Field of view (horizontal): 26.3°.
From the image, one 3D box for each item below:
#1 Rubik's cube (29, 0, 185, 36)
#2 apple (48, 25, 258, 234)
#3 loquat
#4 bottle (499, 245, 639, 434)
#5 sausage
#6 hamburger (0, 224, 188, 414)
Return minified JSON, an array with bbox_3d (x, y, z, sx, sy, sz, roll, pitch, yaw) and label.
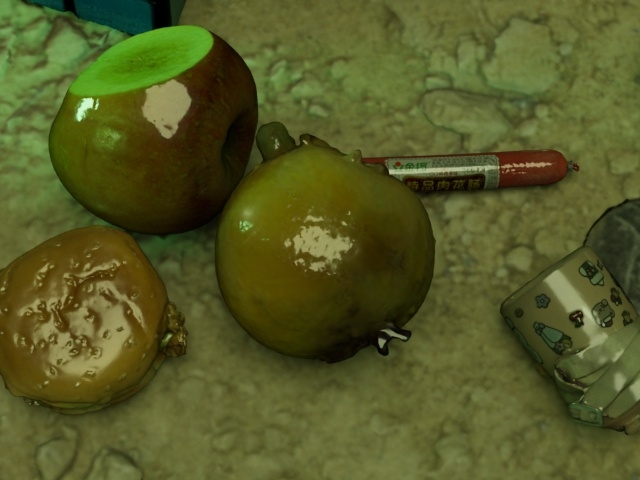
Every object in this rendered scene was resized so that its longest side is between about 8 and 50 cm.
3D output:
[{"bbox_3d":[-0.183,-0.296,1.135,0.183,0.167,0.180,20,72,1],"label":"Rubik's cube"},{"bbox_3d":[-0.133,-0.087,1.076,0.147,0.163,0.146,16,28,13],"label":"apple"},{"bbox_3d":[0.000,0.000,1.060,0.172,0.149,0.204,-19,81,-13],"label":"loquat"},{"bbox_3d":[0.218,0.088,1.079,0.099,0.099,0.152,-32,81,-12],"label":"bottle"},{"bbox_3d":[0.092,-0.057,1.146,0.253,0.034,0.034,-4,73,-4],"label":"sausage"},{"bbox_3d":[-0.186,0.064,1.068,0.147,0.083,0.138,-28,81,-8],"label":"hamburger"}]
